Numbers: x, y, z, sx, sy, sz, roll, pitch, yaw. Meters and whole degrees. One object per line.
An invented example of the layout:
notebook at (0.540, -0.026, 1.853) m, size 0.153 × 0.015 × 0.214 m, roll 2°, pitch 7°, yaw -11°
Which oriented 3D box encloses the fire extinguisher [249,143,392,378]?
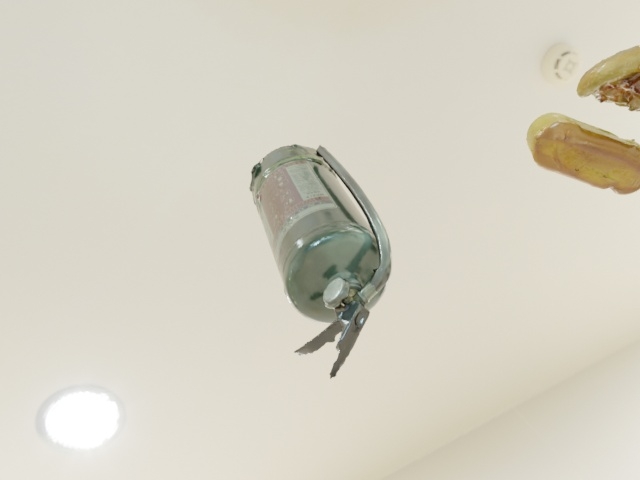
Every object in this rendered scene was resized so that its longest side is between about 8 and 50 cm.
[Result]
fire extinguisher at (0.000, 0.000, 0.564) m, size 0.093 × 0.294 × 0.118 m, roll 38°, pitch -78°, yaw -27°

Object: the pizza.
pizza at (0.654, -0.279, 1.175) m, size 0.226 × 0.335 × 0.086 m, roll 47°, pitch -129°, yaw -47°

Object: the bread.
bread at (0.506, -0.161, 1.203) m, size 0.245 × 0.094 × 0.102 m, roll 18°, pitch -62°, yaw -11°
